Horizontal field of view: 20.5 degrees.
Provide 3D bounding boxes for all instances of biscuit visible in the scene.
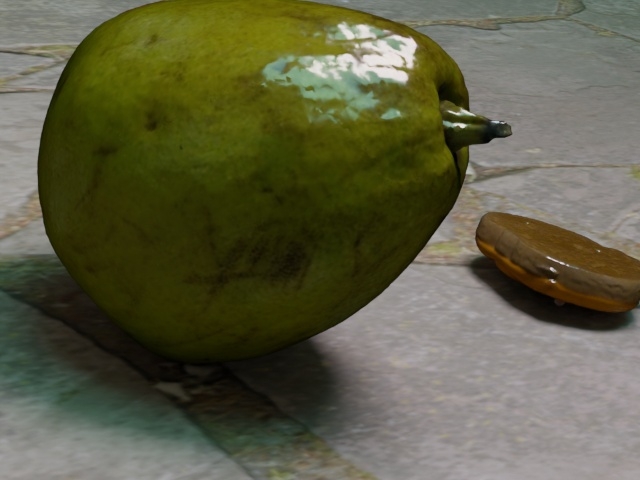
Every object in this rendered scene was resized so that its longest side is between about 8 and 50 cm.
[{"bbox_3d":[0.226,0.028,1.631,0.170,0.050,0.170,18,14,-5],"label":"biscuit"}]

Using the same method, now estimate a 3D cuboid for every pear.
[{"bbox_3d":[-0.039,-0.053,1.298,0.375,0.287,0.287,-9,11,25],"label":"pear"}]
